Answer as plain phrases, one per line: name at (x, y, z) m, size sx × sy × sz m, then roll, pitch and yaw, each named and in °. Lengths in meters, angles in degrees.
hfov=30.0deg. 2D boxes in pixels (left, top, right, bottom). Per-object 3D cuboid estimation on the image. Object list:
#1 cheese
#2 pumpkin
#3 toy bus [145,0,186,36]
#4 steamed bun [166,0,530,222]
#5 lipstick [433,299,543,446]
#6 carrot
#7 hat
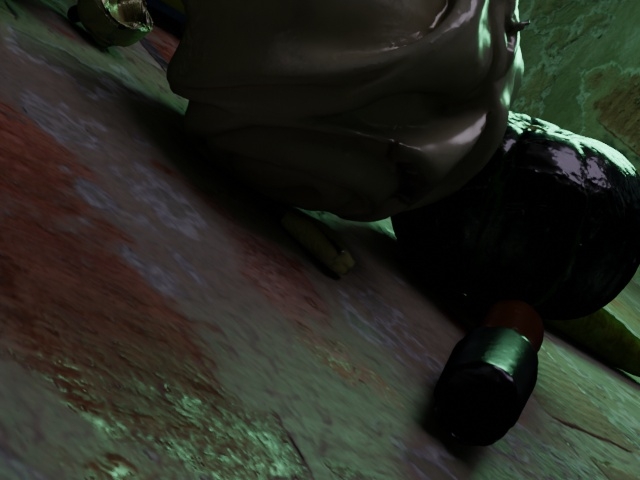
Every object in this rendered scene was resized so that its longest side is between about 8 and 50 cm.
cheese at (0.000, 0.000, 1.099) m, size 0.083 × 0.030 × 0.044 m, roll 42°, pitch 2°, yaw 33°
pumpkin at (0.219, -0.025, 1.366) m, size 0.315 × 0.238 × 0.315 m, roll 21°, pitch 7°, yaw -3°
toy bus at (-0.197, -0.380, 1.540) m, size 0.287 × 0.175 × 0.138 m, roll 23°, pitch 21°, yaw -52°
steamed bun at (0.017, -0.147, 1.110) m, size 0.342 × 0.255 × 0.368 m, roll 4°, pitch -27°, yaw 14°
lipstick at (0.160, 0.107, 1.076) m, size 0.077 × 0.077 × 0.418 m, roll 41°, pitch 11°, yaw 7°
carrot at (0.376, 0.117, 1.670) m, size 0.358 × 0.074 × 0.074 m, roll 31°, pitch 15°, yaw -38°
hat at (-0.219, -0.232, 1.233) m, size 0.077 × 0.059 × 0.076 m, roll 5°, pitch 52°, yaw -60°
